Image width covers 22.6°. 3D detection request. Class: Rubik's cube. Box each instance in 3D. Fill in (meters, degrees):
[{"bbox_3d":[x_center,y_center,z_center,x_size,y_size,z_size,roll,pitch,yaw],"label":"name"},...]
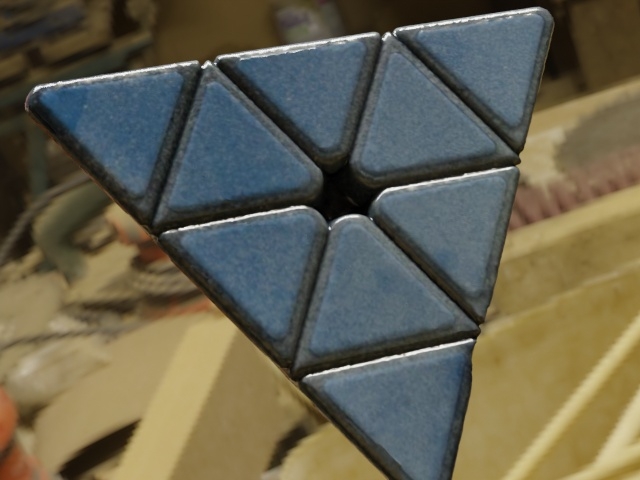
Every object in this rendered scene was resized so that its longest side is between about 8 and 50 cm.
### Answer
[{"bbox_3d":[0.000,0.002,0.923,0.229,0.233,0.228,2,18,28],"label":"Rubik's cube"}]
